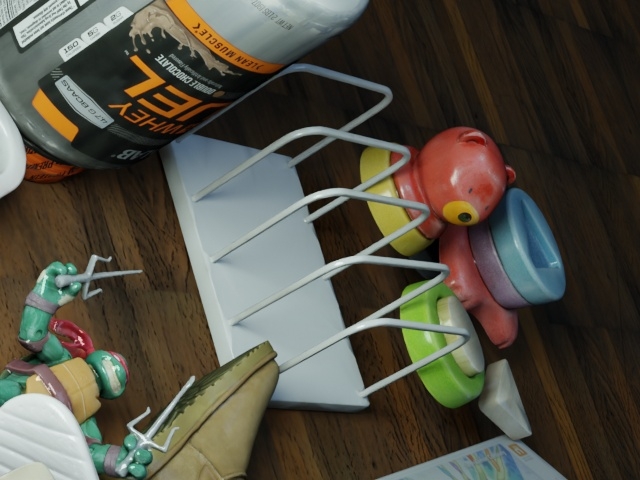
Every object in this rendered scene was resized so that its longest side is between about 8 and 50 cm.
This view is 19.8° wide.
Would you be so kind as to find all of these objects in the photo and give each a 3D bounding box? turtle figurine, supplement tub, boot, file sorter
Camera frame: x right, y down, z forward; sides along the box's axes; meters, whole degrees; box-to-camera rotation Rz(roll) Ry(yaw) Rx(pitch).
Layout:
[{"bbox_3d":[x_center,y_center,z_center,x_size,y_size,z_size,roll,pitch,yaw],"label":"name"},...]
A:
[{"bbox_3d":[-0.199,0.121,1.393,0.234,0.118,0.175,-30,83,-46],"label":"turtle figurine"},{"bbox_3d":[-0.141,-0.192,1.519,0.207,0.338,0.207,35,39,-35],"label":"supplement tub"},{"bbox_3d":[-0.047,0.248,1.541,0.269,0.089,0.236,55,44,-6],"label":"boot"},{"bbox_3d":[0.000,0.000,1.725,0.193,0.173,0.277,10,57,-51],"label":"file sorter"}]

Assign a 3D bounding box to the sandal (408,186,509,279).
[{"bbox_3d":[0.178,-0.014,2.103,0.097,0.054,0.254,59,31,-2],"label":"sandal"}]

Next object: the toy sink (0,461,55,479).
[{"bbox_3d":[-0.223,0.289,1.203,0.153,0.131,0.234,-26,91,-59],"label":"toy sink"}]

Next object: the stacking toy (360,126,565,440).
[{"bbox_3d":[0.183,0.039,1.884,0.309,0.130,0.279,33,40,-53],"label":"stacking toy"}]

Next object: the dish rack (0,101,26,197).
[{"bbox_3d":[-0.385,-0.103,1.353,0.285,0.072,0.333,56,31,-5],"label":"dish rack"}]

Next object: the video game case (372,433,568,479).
[{"bbox_3d":[0.215,0.313,1.772,0.300,0.036,0.329,39,24,24],"label":"video game case"}]

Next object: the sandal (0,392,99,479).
[{"bbox_3d":[-0.167,0.230,1.300,0.076,0.102,0.265,-34,118,-71],"label":"sandal"}]
